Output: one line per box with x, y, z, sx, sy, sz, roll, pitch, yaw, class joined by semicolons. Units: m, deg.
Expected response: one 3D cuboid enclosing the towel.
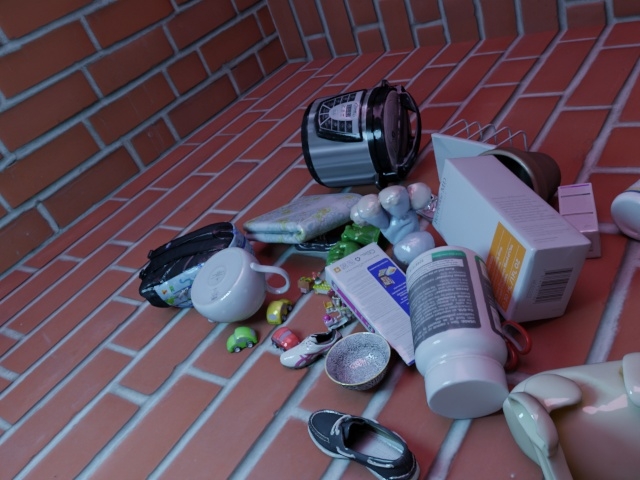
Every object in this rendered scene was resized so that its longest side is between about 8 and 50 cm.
-0.057;-0.075;1.995;0.320;0.090;0.374;-29;19;-36;towel

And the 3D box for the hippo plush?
0.223;-0.015;1.687;0.234;0.237;0.294;-11;-12;-6;hippo plush

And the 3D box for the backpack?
-0.402;0.078;1.944;0.355;0.273;0.290;-36;26;19;backpack

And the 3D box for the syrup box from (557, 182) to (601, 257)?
0.723;-0.058;1.587;0.096;0.093;0.237;-5;36;25;syrup box

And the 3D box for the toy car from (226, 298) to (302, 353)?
-0.180;0.268;1.682;0.224;0.053;0.239;-21;32;1;toy car

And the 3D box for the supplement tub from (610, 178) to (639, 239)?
0.895;-0.106;1.508;0.199;0.144;0.144;-33;34;-17;supplement tub

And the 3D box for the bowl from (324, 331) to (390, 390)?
0.102;0.318;1.415;0.170;0.080;0.170;-16;32;10;bowl

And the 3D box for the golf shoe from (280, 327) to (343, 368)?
-0.028;0.287;1.536;0.186;0.086;0.068;-20;34;6;golf shoe

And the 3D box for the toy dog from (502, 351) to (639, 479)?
0.567;0.320;1.010;0.407;0.285;0.395;-22;-4;3;toy dog

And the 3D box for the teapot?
-0.253;0.155;1.738;0.256;0.187;0.253;21;71;51;teapot

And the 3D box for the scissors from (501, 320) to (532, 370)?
0.416;0.204;1.399;0.021;0.109;0.297;14;21;-22;scissors

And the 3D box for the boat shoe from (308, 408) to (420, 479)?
0.082;0.432;1.248;0.302;0.091;0.114;10;44;39;boat shoe

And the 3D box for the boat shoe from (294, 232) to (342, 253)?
0.000;0.000;1.959;0.205;0.065;0.075;-6;36;23;boat shoe

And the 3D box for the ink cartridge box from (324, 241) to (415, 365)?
0.183;0.169;1.520;0.175;0.069;0.371;-26;52;-21;ink cartridge box

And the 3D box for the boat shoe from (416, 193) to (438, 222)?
0.365;-0.118;1.906;0.083;0.076;0.226;-39;36;-25;boat shoe

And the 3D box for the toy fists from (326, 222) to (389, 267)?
0.112;0.025;1.827;0.142;0.096;0.279;4;41;34;toy fists

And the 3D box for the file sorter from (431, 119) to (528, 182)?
0.553;-0.291;1.947;0.173;0.193;0.277;-32;33;-21;file sorter

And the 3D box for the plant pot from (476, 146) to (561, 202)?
0.604;-0.169;1.721;0.229;0.263;0.263;-21;27;-35;plant pot

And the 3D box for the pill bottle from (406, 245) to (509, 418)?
0.312;0.205;1.309;0.204;0.204;0.361;-13;44;15;pill bottle

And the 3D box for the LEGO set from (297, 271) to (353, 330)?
0.019;0.141;1.700;0.132;0.107;0.287;-28;33;-9;LEGO set

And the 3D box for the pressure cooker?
0.180;-0.397;2.159;0.420;0.370;0.375;-2;27;27;pressure cooker

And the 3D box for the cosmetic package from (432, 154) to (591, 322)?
0.472;-0.022;1.487;0.161;0.230;0.453;-6;35;-14;cosmetic package
